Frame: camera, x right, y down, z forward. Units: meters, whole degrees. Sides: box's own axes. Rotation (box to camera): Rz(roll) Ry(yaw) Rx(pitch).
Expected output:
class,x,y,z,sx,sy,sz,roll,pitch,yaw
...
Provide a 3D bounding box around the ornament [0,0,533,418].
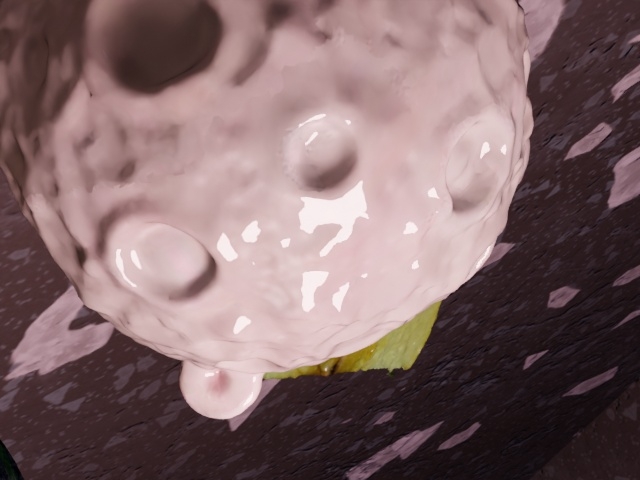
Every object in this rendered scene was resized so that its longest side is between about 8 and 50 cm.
class,x,y,z,sx,sy,sz,roll,pitch,yaw
ornament,-0.029,-0.092,1.067,0.337,0.337,0.337,-28,158,-12

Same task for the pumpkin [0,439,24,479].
class,x,y,z,sx,sy,sz,roll,pitch,yaw
pumpkin,-0.404,0.269,1.412,0.363,0.266,0.363,-24,156,-11

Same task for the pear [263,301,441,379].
class,x,y,z,sx,sy,sz,roll,pitch,yaw
pear,0.000,-0.002,1.590,0.288,0.139,0.239,-1,127,-47
